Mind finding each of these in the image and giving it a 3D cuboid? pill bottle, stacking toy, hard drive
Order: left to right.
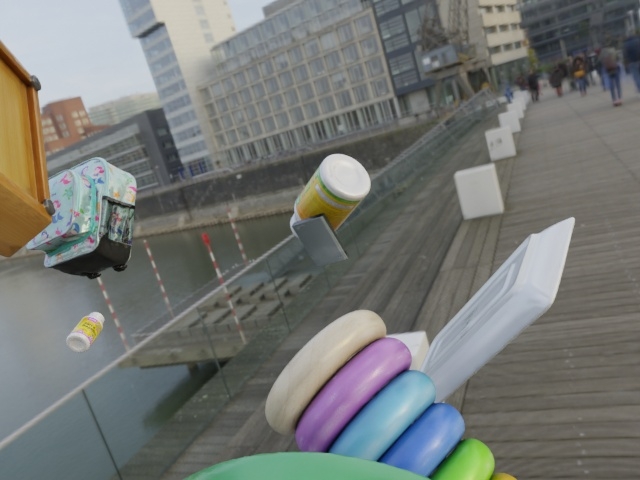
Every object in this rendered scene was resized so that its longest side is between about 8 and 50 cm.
[{"bbox_3d":[-0.442,0.171,0.995,0.044,0.043,0.083,-15,25,10],"label":"pill bottle"},{"bbox_3d":[0.000,0.000,1.322,0.094,0.135,0.022,-17,27,31],"label":"hard drive"},{"bbox_3d":[0.013,-0.098,1.365,0.136,0.136,0.245,-27,-15,-40],"label":"pill bottle"},{"bbox_3d":[0.109,0.210,0.429,0.330,0.141,0.141,41,45,24],"label":"stacking toy"}]

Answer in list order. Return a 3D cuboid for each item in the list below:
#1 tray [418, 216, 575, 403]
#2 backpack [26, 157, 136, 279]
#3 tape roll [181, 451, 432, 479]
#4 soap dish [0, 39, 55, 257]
[{"bbox_3d":[0.173,0.092,0.579,0.145,0.030,0.270,-50,-9,-45],"label":"tray"},{"bbox_3d":[-0.540,-0.063,1.207,0.225,0.253,0.191,-16,-31,29],"label":"backpack"},{"bbox_3d":[0.007,0.284,0.322,0.322,0.321,0.077,-13,17,18],"label":"tape roll"},{"bbox_3d":[-0.446,-0.148,0.661,0.118,0.290,0.229,-16,-19,-4],"label":"soap dish"}]
